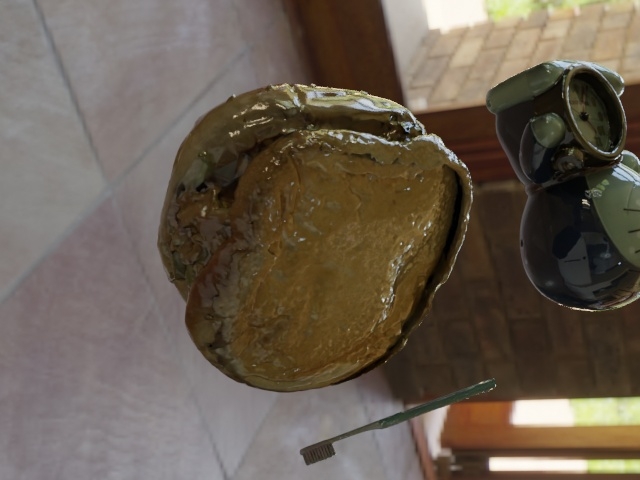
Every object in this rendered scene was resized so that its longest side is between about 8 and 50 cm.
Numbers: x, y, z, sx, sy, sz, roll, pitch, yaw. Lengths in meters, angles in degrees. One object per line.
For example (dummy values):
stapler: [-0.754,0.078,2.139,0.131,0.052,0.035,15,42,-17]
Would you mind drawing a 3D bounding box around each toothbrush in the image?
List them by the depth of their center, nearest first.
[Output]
toothbrush: [0.063,0.141,0.889,0.011,0.167,0.014,98,-29,-66]

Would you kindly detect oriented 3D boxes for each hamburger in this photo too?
hamburger: [0.000,0.000,0.886,0.146,0.243,0.286,58,1,44]

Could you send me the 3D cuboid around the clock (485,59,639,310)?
clock: [0.261,-0.051,1.128,0.199,0.146,0.244,-9,83,-49]
